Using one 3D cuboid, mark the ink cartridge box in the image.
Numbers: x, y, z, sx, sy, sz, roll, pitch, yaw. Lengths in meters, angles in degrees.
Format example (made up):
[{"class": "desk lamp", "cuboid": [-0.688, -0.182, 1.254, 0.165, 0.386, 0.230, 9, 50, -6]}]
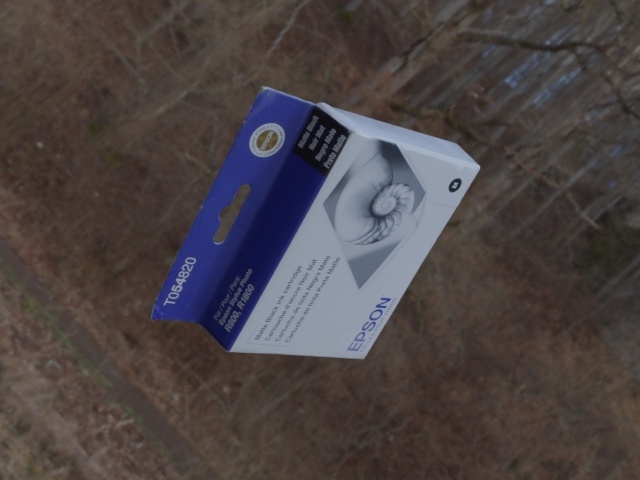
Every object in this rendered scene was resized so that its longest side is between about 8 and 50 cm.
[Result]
[{"class": "ink cartridge box", "cuboid": [0.000, 0.000, 0.772, 0.224, 0.223, 0.045, 9, 29, -41]}]
